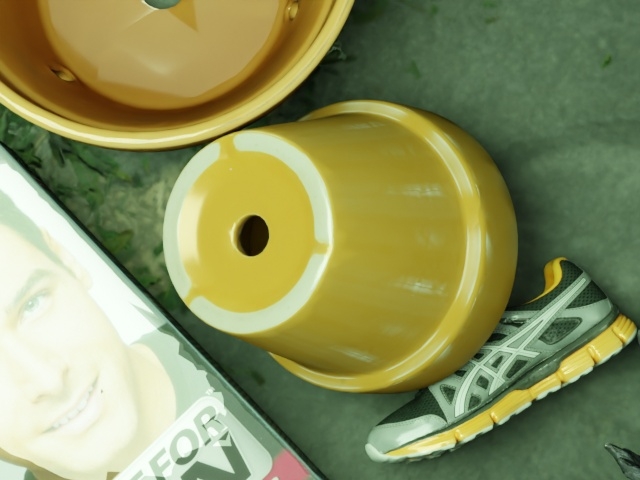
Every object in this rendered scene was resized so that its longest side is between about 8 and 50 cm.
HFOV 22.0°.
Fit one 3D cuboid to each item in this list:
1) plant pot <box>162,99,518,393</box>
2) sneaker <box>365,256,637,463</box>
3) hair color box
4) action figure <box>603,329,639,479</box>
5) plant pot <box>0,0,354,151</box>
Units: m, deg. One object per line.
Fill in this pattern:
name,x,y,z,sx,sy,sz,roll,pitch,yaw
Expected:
plant pot,0.000,0.000,1.096,0.205,0.188,0.205,-3,85,31
sneaker,0.120,0.091,1.188,0.215,0.084,0.083,-30,84,-12
hair color box,-0.167,0.123,1.160,0.185,0.113,0.374,-44,87,-3
action figure,0.307,0.110,1.159,0.164,0.141,0.276,32,125,-22
plant pot,-0.115,-0.197,1.139,0.291,0.203,0.290,0,87,-1
